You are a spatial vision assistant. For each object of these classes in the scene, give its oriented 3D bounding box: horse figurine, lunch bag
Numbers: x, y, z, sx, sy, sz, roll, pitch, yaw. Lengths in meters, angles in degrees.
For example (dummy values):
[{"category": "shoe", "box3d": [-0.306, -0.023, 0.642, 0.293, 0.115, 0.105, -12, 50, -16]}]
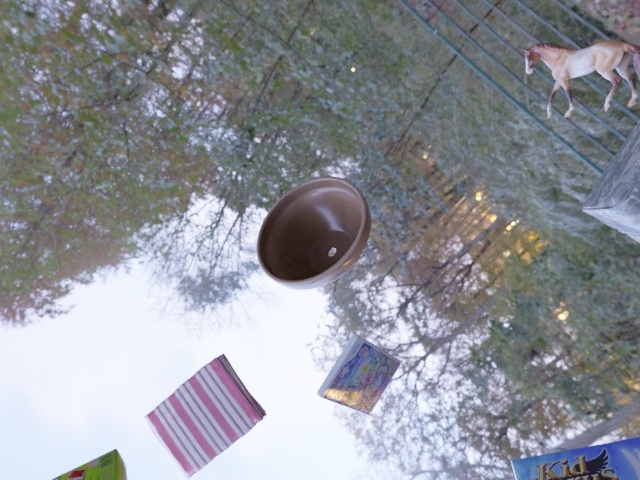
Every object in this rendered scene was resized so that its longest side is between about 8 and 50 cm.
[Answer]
[{"category": "horse figurine", "box3d": [0.594, -0.371, 0.953, 0.066, 0.263, 0.175, -27, -69, -34]}, {"category": "lunch bag", "box3d": [0.704, -0.110, 0.806, 0.255, 0.305, 0.212, 32, -172, 12]}]

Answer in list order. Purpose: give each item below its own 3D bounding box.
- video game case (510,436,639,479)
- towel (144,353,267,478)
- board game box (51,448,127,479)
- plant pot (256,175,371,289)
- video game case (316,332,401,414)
[{"category": "video game case", "box3d": [0.414, 0.376, 0.551, 0.061, 0.269, 0.244, 64, -162, -16]}, {"category": "towel", "box3d": [-0.213, 0.322, 0.791, 0.144, 0.197, 0.029, 51, -175, 9]}, {"category": "board game box", "box3d": [-0.304, 0.378, 0.564, 0.181, 0.092, 0.043, 44, 152, 56]}, {"category": "plant pot", "box3d": [0.000, 0.000, 0.848, 0.110, 0.237, 0.237, 47, -170, -49]}, {"category": "video game case", "box3d": [0.054, 0.178, 0.561, 0.011, 0.087, 0.122, 27, 172, 46]}]
